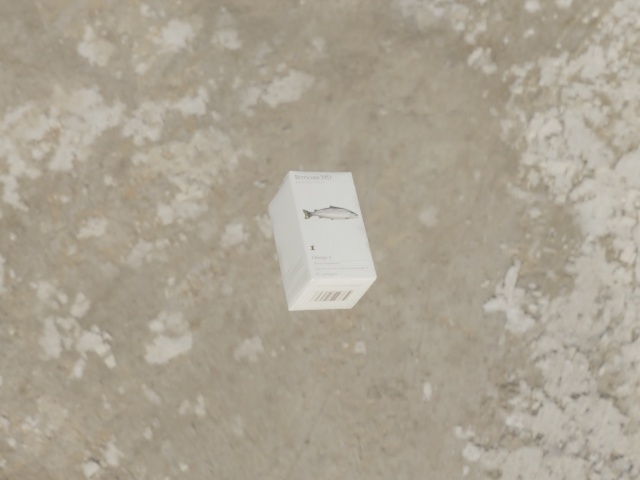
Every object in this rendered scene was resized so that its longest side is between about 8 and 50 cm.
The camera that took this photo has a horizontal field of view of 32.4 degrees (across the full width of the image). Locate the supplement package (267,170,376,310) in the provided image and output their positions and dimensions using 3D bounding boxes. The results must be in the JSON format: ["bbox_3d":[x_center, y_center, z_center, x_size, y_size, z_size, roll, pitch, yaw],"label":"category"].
[{"bbox_3d":[0.000,0.000,1.613,0.105,0.105,0.179,-1,62,-23],"label":"supplement package"}]
